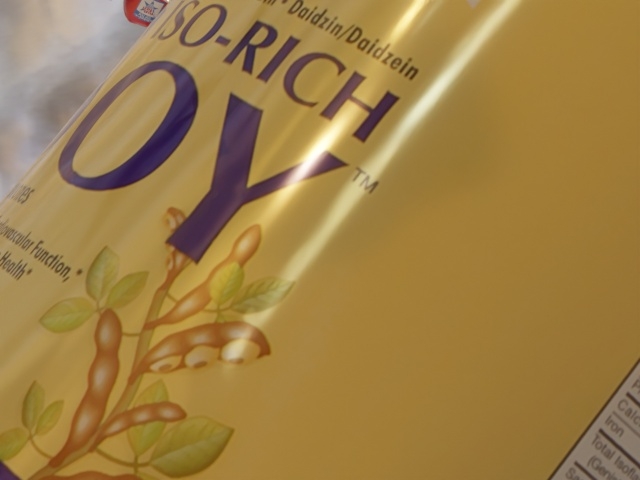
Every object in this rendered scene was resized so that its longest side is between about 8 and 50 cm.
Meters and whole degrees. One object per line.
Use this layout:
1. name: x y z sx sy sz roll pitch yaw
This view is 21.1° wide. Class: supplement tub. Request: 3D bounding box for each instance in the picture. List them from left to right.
1. supplement tub: 0.042 0.014 0.502 0.241 0.241 0.331 43 80 -28

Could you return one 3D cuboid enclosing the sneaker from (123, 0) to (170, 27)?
1. sneaker: -0.074 -0.137 0.850 0.042 0.118 0.067 35 89 -1
